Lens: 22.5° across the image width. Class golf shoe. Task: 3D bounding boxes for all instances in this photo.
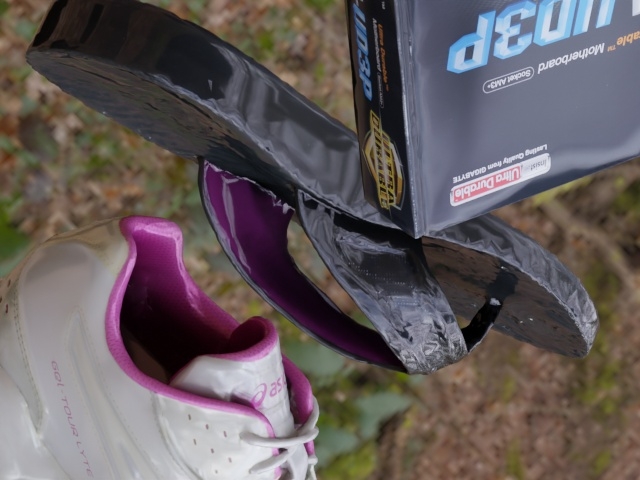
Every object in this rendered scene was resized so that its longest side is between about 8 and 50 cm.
[{"bbox_3d":[-0.043,0.122,0.745,0.140,0.306,0.115,-39,-176,29],"label":"golf shoe"}]

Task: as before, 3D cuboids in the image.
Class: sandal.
[{"bbox_3d":[-0.002,-0.001,0.976,0.167,0.446,0.107,8,-107,51],"label":"sandal"}]

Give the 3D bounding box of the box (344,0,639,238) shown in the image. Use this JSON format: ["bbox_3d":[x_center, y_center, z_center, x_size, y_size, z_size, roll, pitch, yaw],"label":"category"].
[{"bbox_3d":[0.114,-0.117,0.693,0.220,0.051,0.175,-19,122,-22],"label":"box"}]
